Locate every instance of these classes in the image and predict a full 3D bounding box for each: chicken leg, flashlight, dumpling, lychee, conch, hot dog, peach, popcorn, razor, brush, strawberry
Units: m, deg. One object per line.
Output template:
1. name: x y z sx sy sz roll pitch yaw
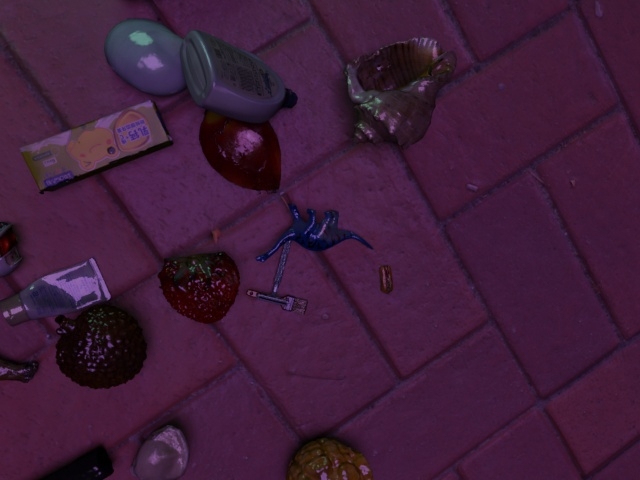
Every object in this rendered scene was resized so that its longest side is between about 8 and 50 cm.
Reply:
1. chicken leg: -0.798 0.305 1.160 0.196 0.080 0.125 35 76 -13
2. flashlight: -0.723 0.650 1.204 0.425 0.103 0.103 -26 100 -9
3. dumpling: -0.408 0.562 1.248 0.136 0.118 0.199 43 109 -10
4. lychee: -0.524 0.247 1.149 0.200 0.200 0.238 -44 120 -4
5. conch: 0.189 -0.368 1.229 0.324 0.186 0.263 -40 85 -18
6. conch: -0.403 -0.443 1.145 0.221 0.121 0.184 21 62 -8
7. hot dog: 0.185 0.111 1.357 0.037 0.021 0.083 -11 97 -9
8. peach: -0.191 -0.234 1.223 0.189 0.068 0.279 -39 102 -3
9. popcorn: 0.029 0.658 1.309 0.251 0.190 0.249 0 100 1
10. razor: -0.102 0.064 1.291 0.084 0.036 0.211 15 85 -7
11. brush: -0.117 0.161 1.308 0.170 0.014 0.043 16 89 -11
12. strawberry: -0.288 0.123 1.194 0.187 0.185 0.201 -34 130 -40

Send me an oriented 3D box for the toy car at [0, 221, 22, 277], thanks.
1. toy car: -0.765 0.035 1.129 0.139 0.112 0.112 -24 116 2

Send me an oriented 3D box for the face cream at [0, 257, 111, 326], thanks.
1. face cream: -0.645 0.135 1.186 0.224 0.070 0.114 -23 101 -20

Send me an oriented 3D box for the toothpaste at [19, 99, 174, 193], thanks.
1. toothpaste: -0.526 -0.223 1.153 0.328 0.077 0.110 -24 98 -8

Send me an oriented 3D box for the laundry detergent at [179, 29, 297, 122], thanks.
1. laundry detergent: -0.176 -0.378 1.151 0.281 0.105 0.214 -2 61 -44

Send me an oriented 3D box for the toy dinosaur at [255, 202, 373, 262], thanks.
1. toy dinosaur: -0.011 -0.028 1.269 0.330 0.076 0.144 -6 101 -21
